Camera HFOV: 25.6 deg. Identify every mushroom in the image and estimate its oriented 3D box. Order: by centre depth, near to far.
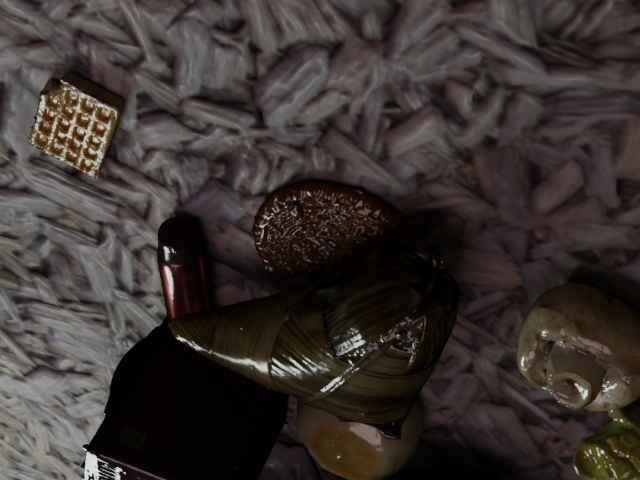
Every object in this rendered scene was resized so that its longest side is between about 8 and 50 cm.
[{"bbox_3d":[0.262,0.109,1.397,0.148,0.112,0.148,16,132,19],"label":"mushroom"}]

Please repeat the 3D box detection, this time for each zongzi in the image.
[{"bbox_3d":[-0.014,0.078,1.472,0.288,0.134,0.286,18,147,0],"label":"zongzi"}]

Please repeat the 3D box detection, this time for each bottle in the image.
[{"bbox_3d":[-0.156,0.041,1.614,0.060,0.060,0.164,15,140,15],"label":"bottle"}]

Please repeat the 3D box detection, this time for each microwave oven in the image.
[{"bbox_3d":[-0.160,0.234,1.686,0.188,0.247,0.178,17,138,11],"label":"microwave oven"}]

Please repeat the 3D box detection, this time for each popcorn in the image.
[{"bbox_3d":[0.340,0.235,1.478,0.141,0.135,0.162,-28,114,39],"label":"popcorn"}]

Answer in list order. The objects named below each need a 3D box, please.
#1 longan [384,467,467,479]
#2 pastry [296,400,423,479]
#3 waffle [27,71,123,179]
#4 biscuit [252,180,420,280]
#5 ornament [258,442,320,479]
[{"bbox_3d":[0.150,0.463,1.698,0.404,0.336,0.405,1,104,5],"label":"longan"},{"bbox_3d":[0.042,0.217,1.669,0.156,0.092,0.156,15,133,17],"label":"pastry"},{"bbox_3d":[-0.264,-0.126,1.513,0.092,0.021,0.135,28,142,-1],"label":"waffle"},{"bbox_3d":[-0.001,-0.009,1.487,0.206,0.025,0.126,-15,125,40],"label":"biscuit"},{"bbox_3d":[-0.133,0.424,1.884,0.239,0.240,0.239,4,136,27],"label":"ornament"}]
